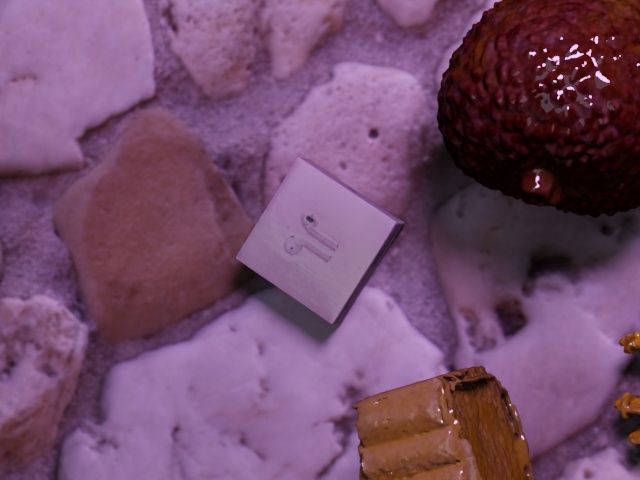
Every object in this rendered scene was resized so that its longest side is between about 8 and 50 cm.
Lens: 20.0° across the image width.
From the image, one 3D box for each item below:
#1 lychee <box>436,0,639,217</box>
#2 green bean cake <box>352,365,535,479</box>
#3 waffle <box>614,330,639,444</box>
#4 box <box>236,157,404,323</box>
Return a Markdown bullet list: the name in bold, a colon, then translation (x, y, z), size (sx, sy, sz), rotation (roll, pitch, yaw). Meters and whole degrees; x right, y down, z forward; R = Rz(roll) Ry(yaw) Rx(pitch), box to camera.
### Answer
- **lychee**: translation (0.246, -0.145, 1.798), size (0.260, 0.260, 0.261), rotation (0, 90, 15)
- **green bean cake**: translation (0.128, 0.248, 1.835), size (0.131, 0.229, 0.224), rotation (-15, 84, 21)
- **waffle**: translation (0.412, 0.156, 1.823), size (0.231, 0.051, 0.229), rotation (-39, 80, 29)
- **box**: translation (0.000, 0.000, 1.957), size (0.129, 0.051, 0.130), rotation (34, 98, 12)
